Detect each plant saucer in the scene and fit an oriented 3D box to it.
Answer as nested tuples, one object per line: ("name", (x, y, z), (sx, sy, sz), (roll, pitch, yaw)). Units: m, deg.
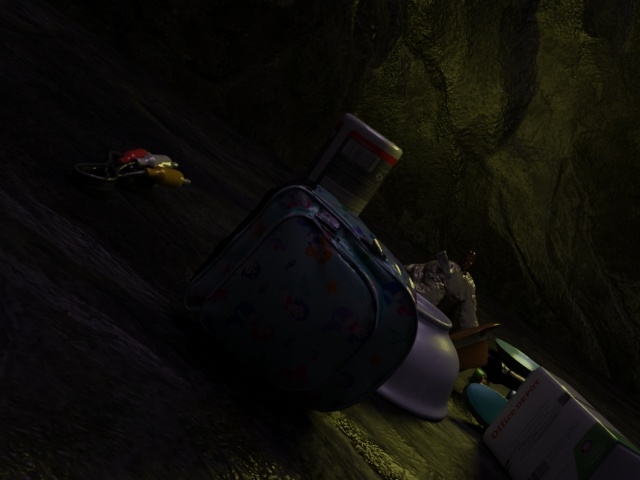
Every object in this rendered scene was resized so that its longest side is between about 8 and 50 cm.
("plant saucer", (0.549, 0.341, 2.138), (0.195, 0.037, 0.195), (34, 8, -5))

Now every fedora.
("fedora", (0.272, 0.218, 1.530), (0.194, 0.194, 0.079), (9, 63, -70))

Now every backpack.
("backpack", (-0.009, 0.076, 0.938), (0.253, 0.225, 0.191), (43, 11, -9))

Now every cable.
("cable", (-0.335, -0.128, 1.306), (0.140, 0.072, 0.287), (31, 8, 14))

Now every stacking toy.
("stacking toy", (0.384, 0.325, 1.582), (0.167, 0.052, 0.221), (36, 8, 9))

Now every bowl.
("bowl", (0.122, 0.150, 1.296), (0.298, 0.134, 0.298), (33, 8, -6))

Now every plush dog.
("plush dog", (0.269, 0.114, 1.934), (0.262, 0.210, 0.225), (30, -13, -27))

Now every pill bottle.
("pill bottle", (0.046, -0.141, 1.950), (0.176, 0.318, 0.176), (34, 9, -6))

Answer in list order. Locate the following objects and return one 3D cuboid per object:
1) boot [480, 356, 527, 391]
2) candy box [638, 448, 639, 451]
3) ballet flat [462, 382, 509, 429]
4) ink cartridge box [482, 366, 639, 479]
("boot", (0.370, 0.271, 1.519), (0.099, 0.045, 0.121), (32, 2, -4))
("candy box", (0.589, 0.470, 1.133), (0.317, 0.122, 0.268), (51, 10, 4))
("ballet flat", (0.323, 0.322, 1.354), (0.203, 0.074, 0.074), (32, 9, 3))
("ink cartridge box", (0.368, 0.320, 1.197), (0.093, 0.160, 0.219), (32, 10, -22))
